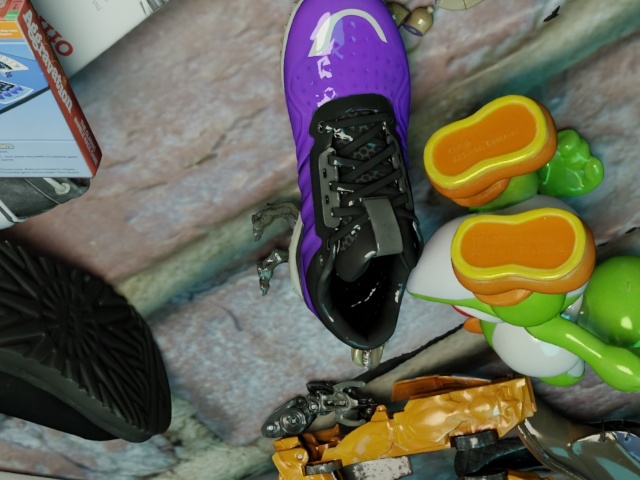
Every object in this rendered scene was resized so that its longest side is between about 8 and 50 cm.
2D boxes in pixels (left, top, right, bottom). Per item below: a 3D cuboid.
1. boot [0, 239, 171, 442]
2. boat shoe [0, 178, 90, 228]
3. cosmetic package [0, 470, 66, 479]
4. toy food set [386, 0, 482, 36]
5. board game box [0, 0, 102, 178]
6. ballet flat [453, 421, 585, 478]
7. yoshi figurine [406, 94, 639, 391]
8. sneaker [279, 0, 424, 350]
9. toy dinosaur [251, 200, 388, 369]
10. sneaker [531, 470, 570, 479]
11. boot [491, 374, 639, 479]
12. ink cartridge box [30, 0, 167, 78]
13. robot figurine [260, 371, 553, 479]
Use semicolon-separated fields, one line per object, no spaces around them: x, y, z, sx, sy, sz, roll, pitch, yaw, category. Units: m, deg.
-0.320;0.111;0.952;0.260;0.131;0.348;-23;142;22;boot
-0.265;-0.130;0.784;0.105;0.113;0.306;-16;129;10;boat shoe
-0.274;0.376;1.154;0.385;0.156;0.217;10;127;-17;cosmetic package
0.082;-0.197;0.845;0.122;0.019;0.078;-26;127;12;toy food set
-0.300;-0.096;0.720;0.281;0.027;0.145;1;144;12;board game box
0.232;0.237;1.189;0.173;0.049;0.057;-12;128;1;ballet flat
0.221;0.027;0.925;0.203;0.203;0.362;-54;149;-8;yoshi figurine
0.034;-0.045;0.833;0.102;0.146;0.293;-8;119;-10;sneaker
0.000;0.000;0.967;0.118;0.064;0.268;-9;123;-4;toy dinosaur
0.332;0.314;1.221;0.281;0.115;0.105;-11;129;-3;sneaker
0.279;0.198;1.115;0.106;0.082;0.219;-43;91;19;boot
-0.153;-0.226;0.748;0.191;0.082;0.139;-33;125;18;ink cartridge box
0.080;0.232;1.088;0.291;0.211;0.085;-13;174;17;robot figurine
